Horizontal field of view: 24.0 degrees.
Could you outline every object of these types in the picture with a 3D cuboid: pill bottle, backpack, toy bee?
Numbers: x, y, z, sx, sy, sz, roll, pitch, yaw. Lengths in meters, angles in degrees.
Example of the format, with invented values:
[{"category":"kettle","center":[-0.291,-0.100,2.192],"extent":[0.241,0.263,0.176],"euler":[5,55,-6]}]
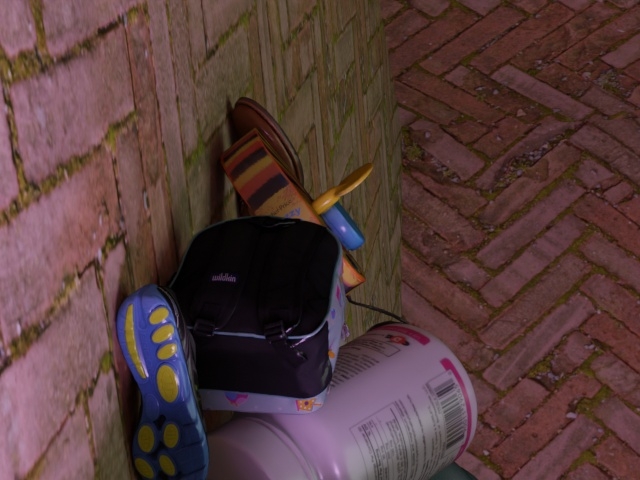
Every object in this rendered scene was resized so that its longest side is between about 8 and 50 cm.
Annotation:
[{"category":"pill bottle","center":[0.010,0.198,1.464],"extent":[0.283,0.160,0.160],"euler":[-23,116,-45]},{"category":"backpack","center":[-0.056,0.065,1.384],"extent":[0.188,0.165,0.144],"euler":[-79,166,-48]},{"category":"toy bee","center":[0.000,0.000,1.584],"extent":[0.195,0.298,0.162],"euler":[-59,172,3]}]

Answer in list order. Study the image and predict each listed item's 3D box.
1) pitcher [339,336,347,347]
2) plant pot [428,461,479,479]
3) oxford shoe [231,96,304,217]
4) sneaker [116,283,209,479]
[{"category":"pitcher","center":[-0.014,0.159,1.737],"extent":[0.178,0.125,0.207],"euler":[58,-7,36]},{"category":"plant pot","center":[0.029,0.320,1.667],"extent":[0.196,0.293,0.293],"euler":[49,30,-33]},{"category":"oxford shoe","center":[-0.066,-0.064,1.744],"extent":[0.076,0.076,0.212],"euler":[-37,124,-31]},{"category":"sneaker","center":[-0.122,0.124,1.246],"extent":[0.078,0.067,0.188],"euler":[-51,135,-69]}]
